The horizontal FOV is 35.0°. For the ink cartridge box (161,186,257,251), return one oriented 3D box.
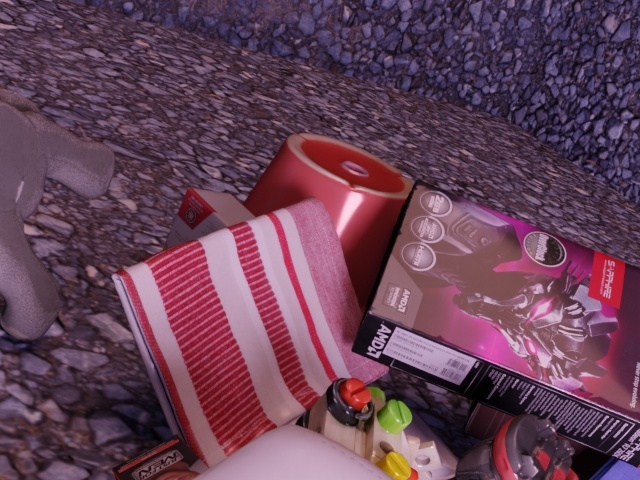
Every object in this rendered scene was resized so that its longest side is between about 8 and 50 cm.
[{"bbox_3d":[-0.139,0.042,1.253,0.072,0.175,0.127,7,26,-44],"label":"ink cartridge box"}]

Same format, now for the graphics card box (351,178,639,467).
[{"bbox_3d":[0.245,0.093,1.219,0.371,0.094,0.233,22,51,3],"label":"graphics card box"}]

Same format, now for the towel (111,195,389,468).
[{"bbox_3d":[-0.061,0.095,1.123,0.329,0.037,0.237,-23,91,-50],"label":"towel"}]

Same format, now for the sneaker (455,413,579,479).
[{"bbox_3d":[0.236,0.308,1.043,0.276,0.135,0.097,55,41,-7],"label":"sneaker"}]

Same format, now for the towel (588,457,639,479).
[{"bbox_3d":[0.437,0.328,1.090,0.243,0.040,0.336,-36,39,-23],"label":"towel"}]

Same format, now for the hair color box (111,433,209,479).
[{"bbox_3d":[-0.125,0.227,0.890,0.072,0.043,0.141,-26,23,-22],"label":"hair color box"}]

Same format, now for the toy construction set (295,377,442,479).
[{"bbox_3d":[0.070,0.253,0.955,0.215,0.151,0.328,31,17,-16],"label":"toy construction set"}]

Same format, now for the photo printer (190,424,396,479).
[{"bbox_3d":[-0.035,0.276,0.708,0.307,0.107,0.256,-28,49,-33],"label":"photo printer"}]

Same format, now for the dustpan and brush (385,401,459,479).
[{"bbox_3d":[0.042,0.228,1.169,0.211,0.060,0.147,20,13,-28],"label":"dustpan and brush"}]

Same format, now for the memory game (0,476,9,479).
[{"bbox_3d":[-0.280,0.249,0.809,0.186,0.012,0.186,21,21,-8],"label":"memory game"}]

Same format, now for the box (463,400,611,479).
[{"bbox_3d":[0.324,0.202,1.362,0.203,0.167,0.168,26,21,7],"label":"box"}]

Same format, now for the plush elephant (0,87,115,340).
[{"bbox_3d":[-0.439,-0.057,1.126,0.255,0.272,0.330,-6,-32,27],"label":"plush elephant"}]

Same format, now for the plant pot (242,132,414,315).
[{"bbox_3d":[0.000,0.000,1.412,0.275,0.243,0.275,21,19,-8],"label":"plant pot"}]
